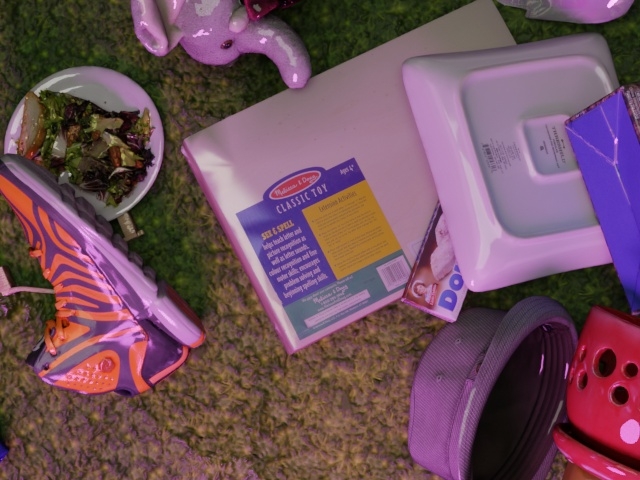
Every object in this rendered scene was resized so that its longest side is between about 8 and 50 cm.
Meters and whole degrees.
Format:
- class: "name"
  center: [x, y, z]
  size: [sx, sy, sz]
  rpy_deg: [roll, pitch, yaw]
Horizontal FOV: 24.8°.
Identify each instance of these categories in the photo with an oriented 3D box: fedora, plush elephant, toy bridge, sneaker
- class: "fedora"
  center: [0.180, 0.183, 1.630]
  size: [0.124, 0.244, 0.275]
  rpy_deg: [16, 81, 35]
- class: "plush elephant"
  center: [-0.072, -0.291, 1.625]
  size: [0.330, 0.272, 0.255]
  rpy_deg: [25, 110, 20]
- class: "toy bridge"
  center: [-0.299, 0.027, 1.763]
  size: [0.188, 0.026, 0.063]
  rpy_deg: [-23, 87, 3]
- class: "sneaker"
  center: [-0.299, 0.060, 1.686]
  size: [0.180, 0.124, 0.321]
  rpy_deg: [-42, 99, 3]

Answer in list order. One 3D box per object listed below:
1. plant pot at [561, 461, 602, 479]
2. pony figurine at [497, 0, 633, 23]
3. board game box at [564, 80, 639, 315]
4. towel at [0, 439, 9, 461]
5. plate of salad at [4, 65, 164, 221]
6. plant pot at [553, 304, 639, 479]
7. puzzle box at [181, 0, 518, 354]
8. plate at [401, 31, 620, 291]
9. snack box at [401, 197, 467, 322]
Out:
- class: "plant pot"
  center: [0.313, 0.297, 1.656]
  size: [0.081, 0.083, 0.081]
  rpy_deg: [19, 89, 6]
- class: "pony figurine"
  center: [0.360, -0.377, 1.605]
  size: [0.351, 0.363, 0.303]
  rpy_deg: [19, 95, 22]
- class: "board game box"
  center: [0.453, -0.075, 1.592]
  size: [0.291, 0.141, 0.232]
  rpy_deg: [-17, 84, -19]
- class: "towel"
  center: [-0.551, 0.243, 1.753]
  size: [0.308, 0.076, 0.227]
  rpy_deg: [40, 83, 7]
- class: "plate of salad"
  center: [-0.288, -0.116, 1.755]
  size: [0.200, 0.048, 0.200]
  rpy_deg: [-1, 80, 7]
- class: "plant pot"
  center: [0.358, 0.181, 1.614]
  size: [0.191, 0.191, 0.174]
  rpy_deg: [23, 97, 7]
- class: "puzzle box"
  center: [0.079, -0.080, 1.670]
  size: [0.409, 0.052, 0.272]
  rpy_deg: [-26, 85, -13]
- class: "plate"
  center: [0.252, -0.100, 1.641]
  size: [0.278, 0.045, 0.277]
  rpy_deg: [-11, 79, -23]
- class: "snack box"
  center: [0.150, -0.002, 1.626]
  size: [0.064, 0.022, 0.178]
  rpy_deg: [23, 76, -7]
